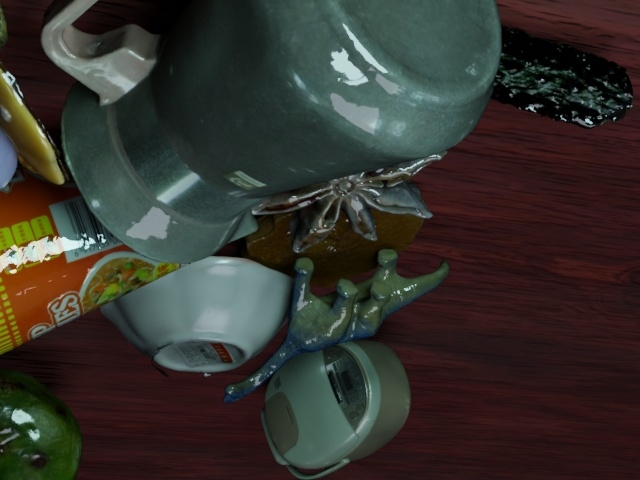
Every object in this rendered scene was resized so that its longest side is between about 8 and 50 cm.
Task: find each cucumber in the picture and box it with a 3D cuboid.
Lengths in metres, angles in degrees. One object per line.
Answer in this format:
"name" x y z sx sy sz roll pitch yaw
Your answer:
"cucumber" 0.156 -0.168 1.831 0.303 0.081 0.072 14 98 -33

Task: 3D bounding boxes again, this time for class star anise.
"star anise" 0.033 -0.078 1.926 0.231 0.089 0.209 -9 140 -8

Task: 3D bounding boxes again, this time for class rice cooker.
"rice cooker" 0.019 0.197 2.358 0.127 0.145 0.206 -4 154 -37

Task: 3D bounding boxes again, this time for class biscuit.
"biscuit" 0.000 -0.002 2.104 0.182 0.034 0.215 13 145 -37

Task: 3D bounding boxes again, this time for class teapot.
"teapot" -0.057 -0.145 1.634 0.300 0.253 0.344 36 134 -25

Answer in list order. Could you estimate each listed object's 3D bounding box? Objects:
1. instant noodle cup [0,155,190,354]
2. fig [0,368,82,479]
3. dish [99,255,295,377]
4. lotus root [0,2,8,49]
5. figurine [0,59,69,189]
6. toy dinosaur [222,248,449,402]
"instant noodle cup" -0.242 -0.007 1.867 0.212 0.193 0.193 -19 153 -10
"fig" -0.368 0.232 2.287 0.203 0.203 0.235 -13 -170 0
"dish" -0.129 0.095 2.140 0.229 0.081 0.229 -2 155 -1
"lotus root" -0.383 -0.156 1.543 0.274 0.152 0.160 -11 127 5
"figurine" -0.368 -0.055 1.673 0.257 0.208 0.181 -34 -167 -12
"toy dinosaur" 0.023 0.094 2.131 0.247 0.075 0.188 -11 142 -31
